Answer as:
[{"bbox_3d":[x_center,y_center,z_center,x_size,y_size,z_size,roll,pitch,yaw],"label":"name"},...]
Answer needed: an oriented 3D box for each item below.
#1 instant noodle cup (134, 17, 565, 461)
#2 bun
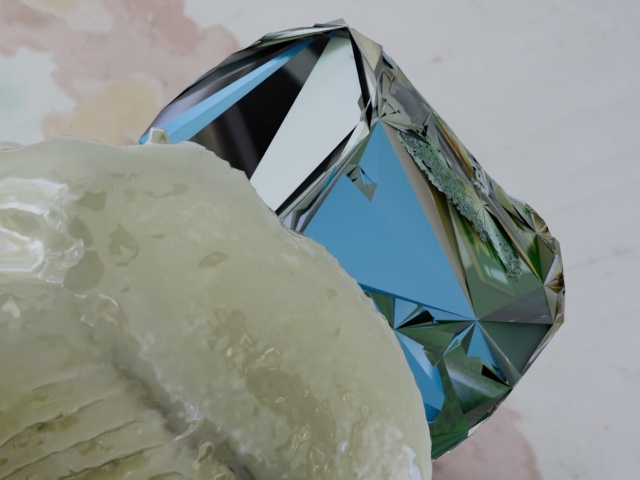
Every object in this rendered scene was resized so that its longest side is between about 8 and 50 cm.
[{"bbox_3d":[0.000,0.000,0.719,0.240,0.240,0.178,-4,-42,39],"label":"instant noodle cup"},{"bbox_3d":[-0.074,0.061,0.420,0.229,0.145,0.229,7,-55,10],"label":"bun"}]
